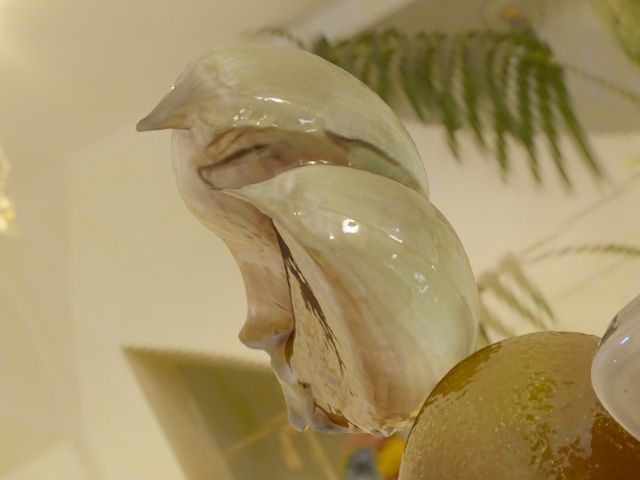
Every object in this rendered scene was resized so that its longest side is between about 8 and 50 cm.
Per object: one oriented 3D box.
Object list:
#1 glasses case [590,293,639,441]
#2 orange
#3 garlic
[{"bbox_3d":[0.219,0.033,0.986,0.196,0.083,0.050,-44,9,35],"label":"glasses case"},{"bbox_3d":[0.158,0.177,1.349,0.236,0.236,0.236,-26,-13,-6],"label":"orange"},{"bbox_3d":[0.000,0.000,1.592,0.249,0.286,0.313,-2,-49,7],"label":"garlic"}]
